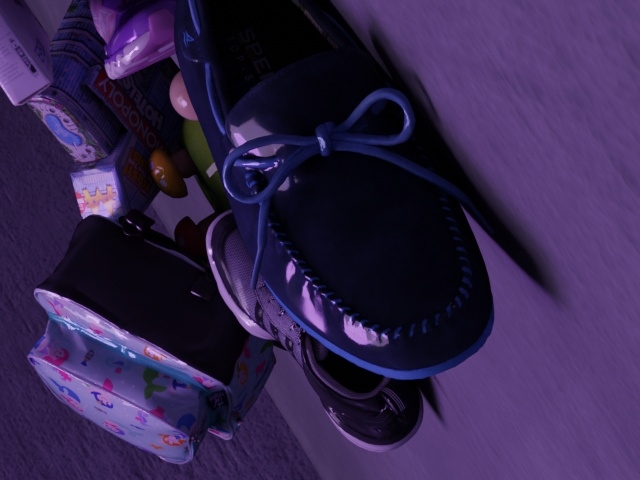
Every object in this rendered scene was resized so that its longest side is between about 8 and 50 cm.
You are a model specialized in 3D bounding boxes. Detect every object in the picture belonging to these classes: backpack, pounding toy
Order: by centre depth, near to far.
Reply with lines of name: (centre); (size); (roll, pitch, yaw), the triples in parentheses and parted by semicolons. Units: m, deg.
pounding toy: (-0.109, -0.055, 1.840); (0.183, 0.110, 0.237); (57, 173, 11)
backpack: (-0.159, 0.105, 1.862); (0.225, 0.191, 0.253); (26, 169, 11)

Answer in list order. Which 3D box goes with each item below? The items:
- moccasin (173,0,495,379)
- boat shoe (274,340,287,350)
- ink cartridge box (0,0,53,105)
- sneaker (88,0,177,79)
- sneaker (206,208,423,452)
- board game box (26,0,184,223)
moccasin: (-0.017, -0.060, 1.117); (0.342, 0.137, 0.117); (52, 166, 38)
boat shoe: (-0.062, 0.052, 2.001); (0.285, 0.102, 0.092); (33, 149, 61)
ink cartridge box: (-0.316, -0.240, 1.671); (0.224, 0.045, 0.223); (55, -178, -19)
sneaker: (-0.171, -0.210, 1.734); (0.236, 0.095, 0.105); (-156, 43, -79)
sneaker: (-0.004, 0.060, 1.659); (0.268, 0.101, 0.153); (50, 169, 13)
board game box: (-0.203, -0.114, 1.874); (0.194, 0.060, 0.194); (53, -138, -38)
